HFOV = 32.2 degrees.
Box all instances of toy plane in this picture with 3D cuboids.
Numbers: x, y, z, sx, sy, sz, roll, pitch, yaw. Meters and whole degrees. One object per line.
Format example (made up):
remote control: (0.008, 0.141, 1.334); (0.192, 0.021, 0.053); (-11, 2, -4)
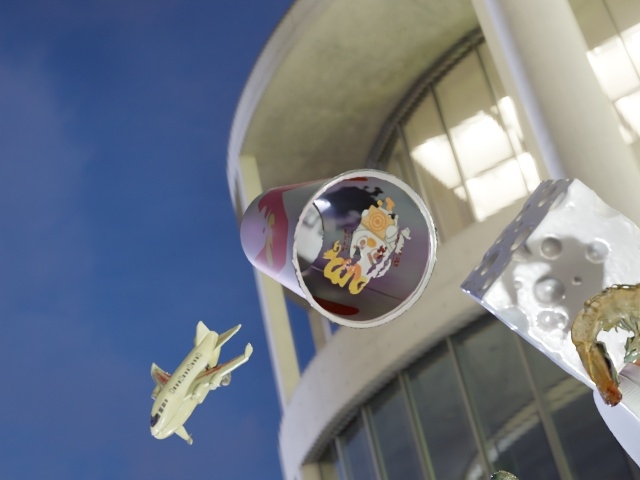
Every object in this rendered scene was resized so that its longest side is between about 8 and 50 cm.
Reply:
toy plane: (-0.231, 0.252, 1.970); (0.242, 0.256, 0.104); (-14, -48, 36)

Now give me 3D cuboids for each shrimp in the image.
shrimp: (0.390, 0.150, 1.335); (0.173, 0.253, 0.058); (8, -42, -4)

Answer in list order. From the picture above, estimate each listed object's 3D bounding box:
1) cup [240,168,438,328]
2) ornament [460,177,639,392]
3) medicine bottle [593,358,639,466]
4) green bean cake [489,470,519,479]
cup: (0.000, 0.000, 1.482); (0.203, 0.202, 0.288); (2, 4, -23)
ornament: (0.401, 0.064, 1.773); (0.239, 0.240, 0.239); (-52, 2, 1)
medicine bottle: (0.628, 0.274, 1.846); (0.241, 0.252, 0.252); (-38, -33, -6)
green bean cake: (0.343, 0.500, 1.893); (0.094, 0.181, 0.173); (-44, -27, -21)
